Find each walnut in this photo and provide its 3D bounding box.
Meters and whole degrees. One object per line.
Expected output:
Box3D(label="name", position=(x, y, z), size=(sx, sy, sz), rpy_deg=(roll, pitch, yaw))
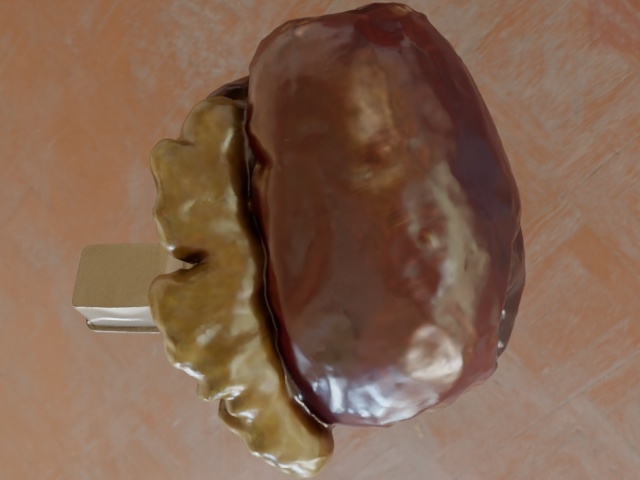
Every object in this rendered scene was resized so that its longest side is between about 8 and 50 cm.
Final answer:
Box3D(label="walnut", position=(0.000, 0.000, 0.640), size=(0.222, 0.244, 0.268), rpy_deg=(-1, 108, 69))

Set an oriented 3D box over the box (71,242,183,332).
Box3D(label="box", position=(-0.196, 0.046, 1.040), size=(0.122, 0.062, 0.089), rpy_deg=(-1, 66, 19))
